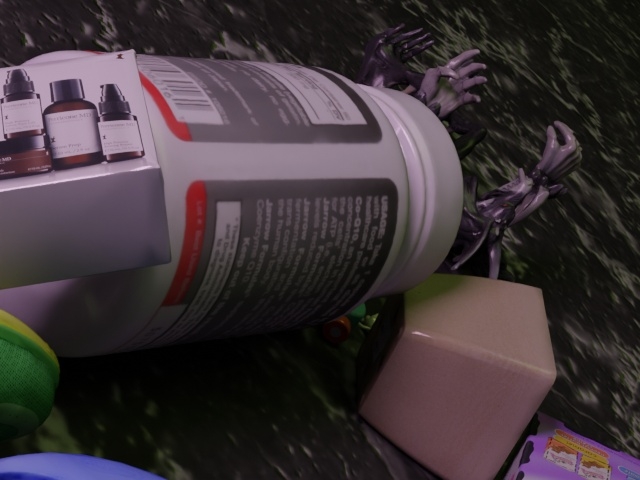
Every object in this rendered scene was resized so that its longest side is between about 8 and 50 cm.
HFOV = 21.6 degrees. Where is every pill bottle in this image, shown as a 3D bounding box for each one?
[{"bbox_3d":[-0.052,-0.024,0.972,0.283,0.161,0.161,-3,49,-51],"label":"pill bottle"}]

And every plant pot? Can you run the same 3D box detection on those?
[{"bbox_3d":[0.081,0.083,1.091,0.096,0.109,0.109,21,28,-10],"label":"plant pot"}]

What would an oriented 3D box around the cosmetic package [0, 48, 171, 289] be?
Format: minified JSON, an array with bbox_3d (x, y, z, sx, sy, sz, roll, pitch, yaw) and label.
[{"bbox_3d":[-0.192,-0.023,0.750,0.239,0.060,0.099,-9,38,-8],"label":"cosmetic package"}]

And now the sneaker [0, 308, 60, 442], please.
[{"bbox_3d":[-0.209,0.095,0.670,0.295,0.109,0.124,-10,78,-62],"label":"sneaker"}]

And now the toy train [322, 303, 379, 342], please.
[{"bbox_3d":[0.000,0.000,1.171,0.125,0.046,0.166,4,42,-52],"label":"toy train"}]

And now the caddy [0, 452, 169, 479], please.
[{"bbox_3d":[-0.051,0.226,0.557,0.241,0.179,0.341,20,32,-41],"label":"caddy"}]

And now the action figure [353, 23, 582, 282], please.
[{"bbox_3d":[0.117,-0.076,1.363,0.164,0.141,0.276,37,20,-36],"label":"action figure"}]

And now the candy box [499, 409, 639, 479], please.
[{"bbox_3d":[0.178,0.204,1.012,0.164,0.070,0.196,26,24,5],"label":"candy box"}]
